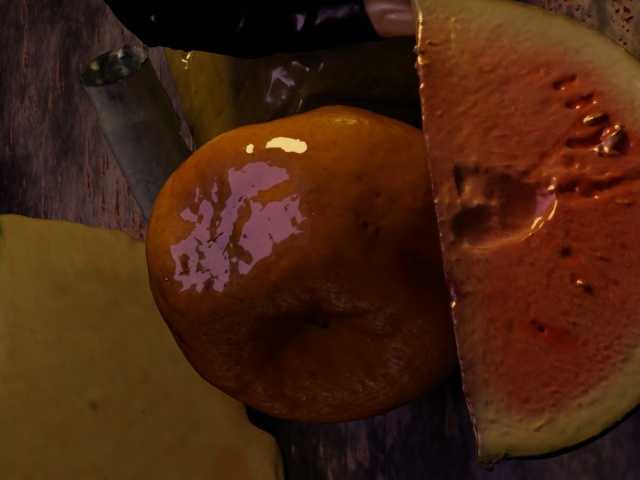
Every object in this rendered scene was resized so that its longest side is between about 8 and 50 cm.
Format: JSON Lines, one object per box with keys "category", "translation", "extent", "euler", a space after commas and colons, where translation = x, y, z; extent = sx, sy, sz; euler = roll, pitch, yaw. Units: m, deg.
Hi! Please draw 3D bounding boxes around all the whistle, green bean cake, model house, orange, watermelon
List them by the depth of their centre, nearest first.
{"category": "watermelon", "translation": [0.148, -0.010, 1.179], "extent": [0.128, 0.159, 0.303], "euler": [88, 174, -76]}
{"category": "orange", "translation": [0.000, 0.000, 1.339], "extent": [0.183, 0.249, 0.249], "euler": [-82, 18, -45]}
{"category": "green bean cake", "translation": [-0.020, -0.156, 1.481], "extent": [0.233, 0.124, 0.236], "euler": [-57, 41, 42]}
{"category": "whistle", "translation": [-0.108, -0.012, 1.528], "extent": [0.062, 0.062, 0.312], "euler": [35, 152, 56]}
{"category": "model house", "translation": [-0.241, 0.223, 1.653], "extent": [0.342, 0.335, 0.382], "euler": [-55, 33, 41]}

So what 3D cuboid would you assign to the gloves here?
{"category": "gloves", "translation": [-0.015, -0.221, 1.329], "extent": [0.152, 0.301, 0.197], "euler": [80, 177, -85]}
